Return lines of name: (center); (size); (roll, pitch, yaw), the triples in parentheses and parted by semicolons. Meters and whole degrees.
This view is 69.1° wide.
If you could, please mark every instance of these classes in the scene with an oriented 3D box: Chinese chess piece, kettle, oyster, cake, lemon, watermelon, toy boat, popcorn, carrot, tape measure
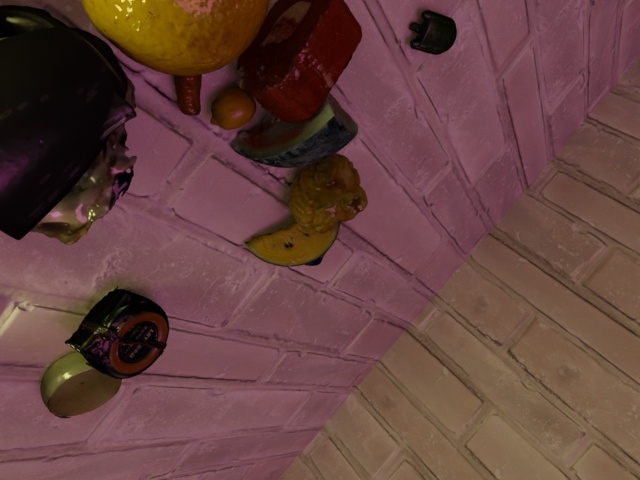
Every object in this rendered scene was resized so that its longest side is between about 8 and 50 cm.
Chinese chess piece: (-0.612, 0.364, 1.197); (0.188, 0.083, 0.188); (-27, 141, -24)
kettle: (-0.420, -0.192, 0.636); (0.290, 0.268, 0.207); (-53, 180, -17)
oyster: (-0.443, -0.151, 0.797); (0.237, 0.115, 0.352); (-2, 113, -29)
cake: (-0.051, -0.386, 0.958); (0.283, 0.177, 0.151); (-60, 147, 0)
lemon: (-0.215, -0.388, 0.696); (0.293, 0.293, 0.293); (-30, 143, -25)
watermelon: (-0.065, 0.002, 1.380); (0.301, 0.123, 0.129); (-24, 114, -14)
toy boat: (0.324, -0.578, 1.305); (0.210, 0.052, 0.104); (-12, 131, -43)
watermelon: (-0.044, -0.280, 1.068); (0.319, 0.289, 0.214); (-12, 98, -17)
popcorn: (0.023, -0.124, 1.309); (0.203, 0.200, 0.226); (26, 61, -45)
lemon: (-0.189, -0.281, 0.999); (0.110, 0.082, 0.082); (-35, 145, -20)
carrot: (-0.257, -0.325, 0.901); (0.060, 0.060, 0.186); (-27, 145, -28)
tape measure: (-0.479, 0.227, 1.134); (0.202, 0.135, 0.223); (-57, 146, -26)

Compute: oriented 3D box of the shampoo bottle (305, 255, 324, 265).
shampoo bottle: (0.000, 0.000, 1.537); (0.087, 0.050, 0.183); (-4, 127, -43)
